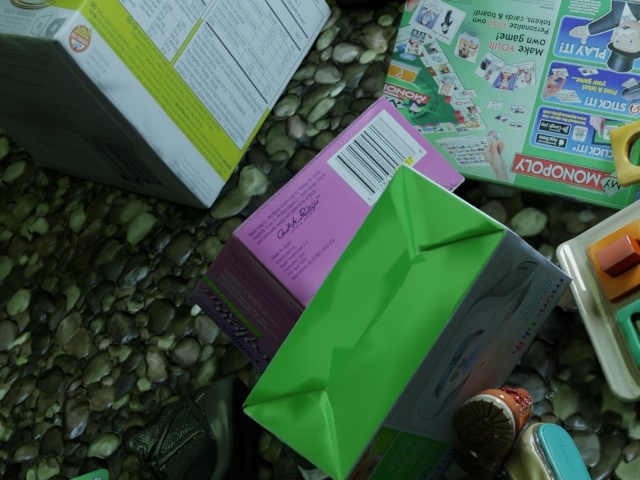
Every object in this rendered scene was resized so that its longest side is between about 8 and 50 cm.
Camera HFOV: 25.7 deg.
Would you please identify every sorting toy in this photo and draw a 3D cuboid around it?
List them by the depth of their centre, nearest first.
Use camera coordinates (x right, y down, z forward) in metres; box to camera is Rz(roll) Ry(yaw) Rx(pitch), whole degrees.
[{"bbox_3d":[0.327,0.030,1.308,0.196,0.047,0.348,-31,57,22],"label":"sorting toy"}]

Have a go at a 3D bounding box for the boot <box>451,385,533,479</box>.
[{"bbox_3d":[0.165,0.160,1.300,0.059,0.158,0.084,35,69,15],"label":"boot"}]

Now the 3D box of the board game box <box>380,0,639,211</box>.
[{"bbox_3d":[0.214,-0.162,1.498,0.317,0.046,0.213,15,91,32],"label":"board game box"}]

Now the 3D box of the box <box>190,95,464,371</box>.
[{"bbox_3d":[0.000,0.000,1.416,0.117,0.243,0.213,46,69,3],"label":"box"}]

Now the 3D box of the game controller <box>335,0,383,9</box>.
[{"bbox_3d":[0.099,-0.441,1.852,0.166,0.067,0.319,-20,47,38],"label":"game controller"}]

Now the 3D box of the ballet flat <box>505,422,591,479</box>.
[{"bbox_3d":[0.229,0.268,1.244,0.073,0.080,0.232,-53,37,28],"label":"ballet flat"}]

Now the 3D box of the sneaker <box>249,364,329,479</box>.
[{"bbox_3d":[-0.034,0.173,1.461,0.065,0.076,0.166,-39,46,0],"label":"sneaker"}]

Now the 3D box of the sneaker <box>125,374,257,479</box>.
[{"bbox_3d":[-0.137,0.254,1.463,0.130,0.087,0.227,-20,46,21],"label":"sneaker"}]

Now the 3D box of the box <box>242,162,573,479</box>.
[{"bbox_3d":[0.086,0.091,1.293,0.127,0.231,0.262,34,92,27],"label":"box"}]

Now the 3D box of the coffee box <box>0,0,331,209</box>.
[{"bbox_3d":[-0.255,-0.290,1.758,0.337,0.338,0.334,15,67,38],"label":"coffee box"}]

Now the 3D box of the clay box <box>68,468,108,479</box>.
[{"bbox_3d":[-0.264,0.361,1.484,0.127,0.053,0.222,-21,48,18],"label":"clay box"}]
